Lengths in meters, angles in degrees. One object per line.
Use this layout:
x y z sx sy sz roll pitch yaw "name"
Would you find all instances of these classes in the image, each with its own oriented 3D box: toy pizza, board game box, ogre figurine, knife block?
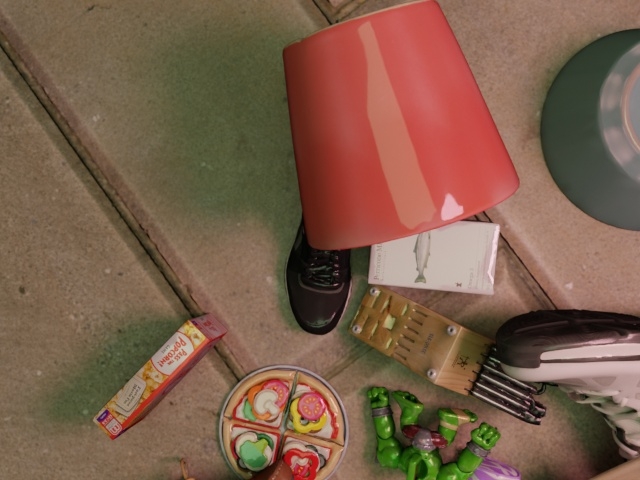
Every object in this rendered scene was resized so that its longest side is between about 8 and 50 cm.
-0.057 0.292 1.106 0.201 0.032 0.201 0 89 3 "toy pizza"
-0.229 0.193 1.062 0.045 0.147 0.193 44 91 4 "board game box"
0.152 0.296 1.061 0.197 0.097 0.118 14 95 7 "ogre figurine"
0.209 0.173 1.081 0.276 0.242 0.088 25 88 48 "knife block"

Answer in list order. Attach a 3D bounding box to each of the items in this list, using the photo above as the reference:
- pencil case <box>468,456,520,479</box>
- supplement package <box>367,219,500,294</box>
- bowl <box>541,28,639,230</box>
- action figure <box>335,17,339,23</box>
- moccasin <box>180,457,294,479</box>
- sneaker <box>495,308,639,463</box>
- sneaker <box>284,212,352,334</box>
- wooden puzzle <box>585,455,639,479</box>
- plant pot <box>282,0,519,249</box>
0.230 0.423 1.066 0.088 0.086 0.206 16 88 47 "pencil case"
0.162 0.016 1.063 0.179 0.105 0.105 4 95 4 "supplement package"
0.488 -0.172 1.027 0.312 0.163 0.311 0 88 4 "bowl"
0.095 -0.203 1.063 0.164 0.141 0.276 -44 102 3 "action figure"
-0.211 0.416 1.064 0.380 0.139 0.147 -30 89 15 "moccasin"
0.422 0.230 0.961 0.448 0.169 0.257 4 93 -24 "sneaker"
0.000 0.000 1.065 0.107 0.124 0.283 7 89 4 "sneaker"
0.424 0.407 0.988 0.221 0.044 0.239 43 127 -11 "wooden puzzle"
0.080 -0.145 0.886 0.275 0.275 0.243 -17 99 2 "plant pot"
